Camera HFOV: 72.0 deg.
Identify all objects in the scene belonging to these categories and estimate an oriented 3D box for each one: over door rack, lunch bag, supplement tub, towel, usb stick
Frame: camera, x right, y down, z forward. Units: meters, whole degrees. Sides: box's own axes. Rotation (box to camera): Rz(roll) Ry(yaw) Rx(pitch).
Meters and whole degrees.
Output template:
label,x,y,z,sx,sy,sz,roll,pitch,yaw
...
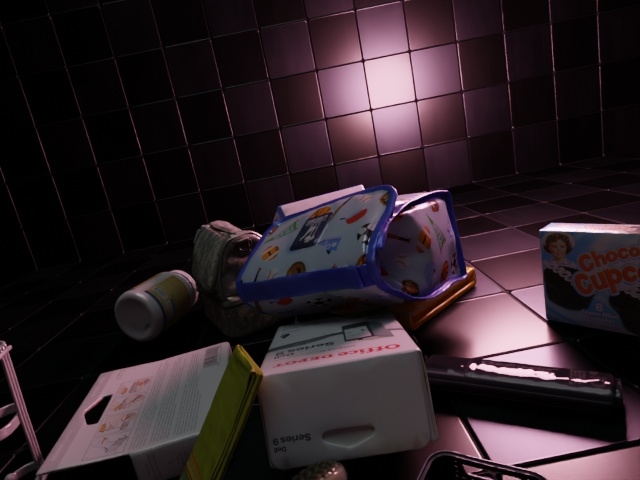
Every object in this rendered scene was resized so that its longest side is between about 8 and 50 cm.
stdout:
label,x,y,z,sx,sy,sz,roll,pitch,yaw
over door rack,-0.433,0.286,0.546,0.108,0.239,0.324,-16,13,-25
lunch bag,0.068,0.030,0.885,0.328,0.239,0.385,-13,3,38
supplement tub,-0.446,0.173,1.219,0.144,0.144,0.200,-6,14,21
lunch bag,-0.222,0.082,1.171,0.212,0.256,0.305,-17,14,-25
towel,-0.136,0.252,0.535,0.021,0.237,0.102,24,-4,-28
usb stick,0.291,0.213,0.670,0.278,0.045,0.077,-3,9,32

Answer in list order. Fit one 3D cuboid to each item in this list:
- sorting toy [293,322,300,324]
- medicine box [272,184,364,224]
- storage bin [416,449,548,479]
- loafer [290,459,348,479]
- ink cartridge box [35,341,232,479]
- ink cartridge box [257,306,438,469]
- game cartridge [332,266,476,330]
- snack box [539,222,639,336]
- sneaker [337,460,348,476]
label,x,y,z,sx,sy,sz,roll,pitch,yaw
sorting toy,-0.048,0.210,1.025,0.062,0.012,0.083,-21,16,-36
medicine box,0.000,0.000,1.275,0.263,0.149,0.289,-17,-22,-23
storage bin,0.135,0.292,0.393,0.122,0.084,0.180,-2,17,34
loafer,-0.068,0.324,0.409,0.268,0.092,0.102,-32,-10,-18
ink cartridge box,-0.283,0.294,0.764,0.261,0.066,0.296,-13,13,-7
ink cartridge box,0.033,0.198,0.662,0.211,0.121,0.289,-10,1,0
game cartridge,0.180,0.126,1.121,0.285,0.052,0.324,-23,15,-39
snack box,0.548,0.069,0.739,0.060,0.187,0.322,-22,17,-38
sneaker,0.009,0.292,0.554,0.047,0.057,0.119,-14,13,-1
